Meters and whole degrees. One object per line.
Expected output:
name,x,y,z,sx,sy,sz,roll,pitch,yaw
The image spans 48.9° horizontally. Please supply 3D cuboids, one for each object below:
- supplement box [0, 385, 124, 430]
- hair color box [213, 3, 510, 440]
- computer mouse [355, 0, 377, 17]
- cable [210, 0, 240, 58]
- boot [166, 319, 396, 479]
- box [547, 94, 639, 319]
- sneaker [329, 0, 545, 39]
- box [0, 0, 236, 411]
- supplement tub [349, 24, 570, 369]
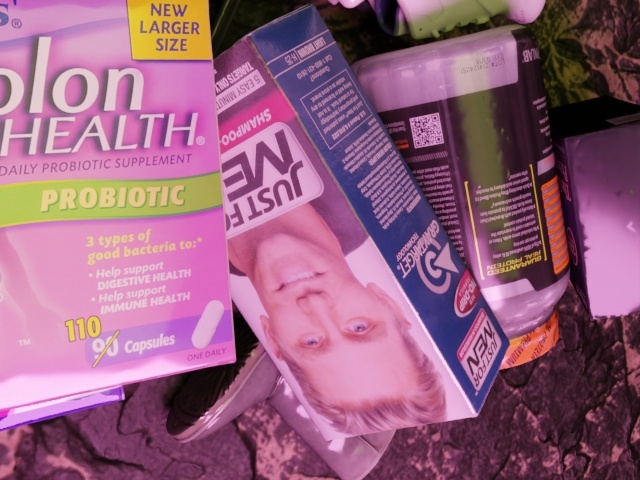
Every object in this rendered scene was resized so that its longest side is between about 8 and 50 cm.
supplement box,-0.236,0.021,0.559,0.111,0.114,0.220,-10,101,-27
hair color box,0.000,0.000,0.612,0.347,0.173,0.105,58,40,-12
computer mouse,0.087,-0.351,0.736,0.184,0.060,0.262,8,94,-46
cable,-0.075,-0.268,0.660,0.139,0.072,0.287,20,96,-27
boot,-0.029,0.181,0.719,0.189,0.076,0.208,-45,120,-18
box,0.305,-0.049,0.765,0.103,0.261,0.184,-13,102,13
sneaker,0.112,-0.255,0.686,0.297,0.111,0.129,5,108,-39
box,-0.181,-0.029,0.455,0.213,0.117,0.243,-7,97,-28
supplement tub,0.142,-0.041,0.714,0.193,0.193,0.316,-18,103,-26
